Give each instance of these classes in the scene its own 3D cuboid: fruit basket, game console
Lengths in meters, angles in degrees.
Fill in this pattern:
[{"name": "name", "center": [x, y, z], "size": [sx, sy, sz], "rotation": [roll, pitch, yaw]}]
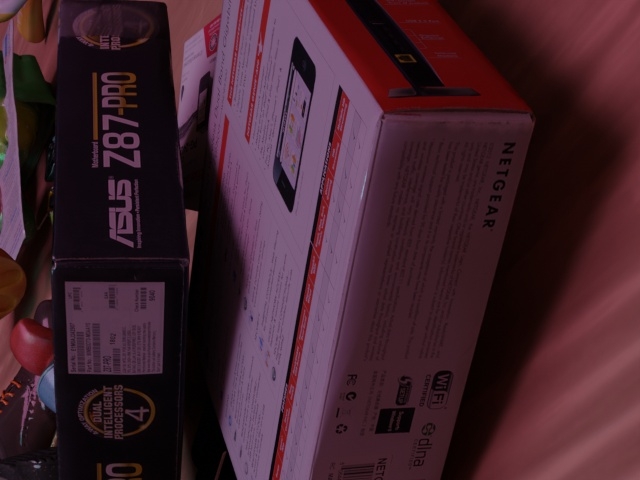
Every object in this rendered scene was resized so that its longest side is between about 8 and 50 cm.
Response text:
[{"name": "fruit basket", "center": [-0.447, -0.074, 1.896], "size": [0.327, 0.166, 0.353], "rotation": [-53, 46, 49]}, {"name": "game console", "center": [-0.086, 0.149, 1.066], "size": [0.071, 0.107, 0.122], "rotation": [25, 111, 22]}]

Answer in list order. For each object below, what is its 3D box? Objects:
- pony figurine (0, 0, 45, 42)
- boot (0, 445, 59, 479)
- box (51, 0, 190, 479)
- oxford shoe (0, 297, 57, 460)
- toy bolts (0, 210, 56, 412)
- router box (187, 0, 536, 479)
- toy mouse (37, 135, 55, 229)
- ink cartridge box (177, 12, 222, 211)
[{"name": "pony figurine", "center": [-0.439, -0.492, 1.909], "size": [0.351, 0.303, 0.363], "rotation": [58, 141, 9]}, {"name": "boot", "center": [-0.284, 0.302, 1.435], "size": [0.246, 0.084, 0.161], "rotation": [160, 97, -68]}, {"name": "box", "center": [-0.154, 0.062, 1.056], "size": [0.318, 0.097, 0.394], "rotation": [-98, 11, -49]}, {"name": "oxford shoe", "center": [-0.341, 0.195, 1.593], "size": [0.097, 0.098, 0.271], "rotation": [169, 108, -65]}, {"name": "toy bolts", "center": [-0.265, 0.105, 1.364], "size": [0.158, 0.218, 0.228], "rotation": [56, 153, 38]}, {"name": "router box", "center": [0.000, 0.000, 0.836], "size": [0.301, 0.082, 0.335], "rotation": [-116, 30, -53]}, {"name": "toy mouse", "center": [-0.320, -0.102, 1.733], "size": [0.161, 0.031, 0.143], "rotation": [146, 128, -59]}, {"name": "ink cartridge box", "center": [-0.075, -0.102, 1.140], "size": [0.109, 0.063, 0.150], "rotation": [163, 114, -64]}]
